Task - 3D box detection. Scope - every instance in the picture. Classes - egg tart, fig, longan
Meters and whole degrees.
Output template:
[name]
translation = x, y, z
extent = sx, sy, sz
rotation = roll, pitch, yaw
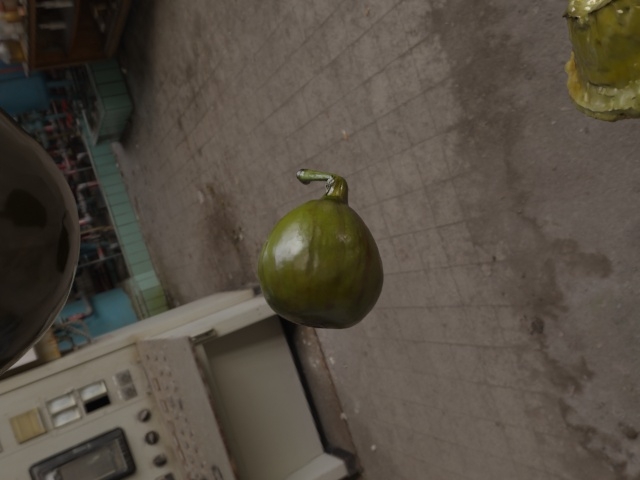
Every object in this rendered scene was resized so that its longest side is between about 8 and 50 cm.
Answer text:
[egg tart]
translation = 0.321, -0.248, 0.496
extent = 0.115, 0.290, 0.290
rotation = 29, 153, -12
[fig]
translation = 0.010, 0.012, 0.632
extent = 0.142, 0.186, 0.148
rotation = 31, 165, -12
[longan]
translation = -0.252, 0.003, 0.354
extent = 0.198, 0.198, 0.212
rotation = -24, 50, 62
